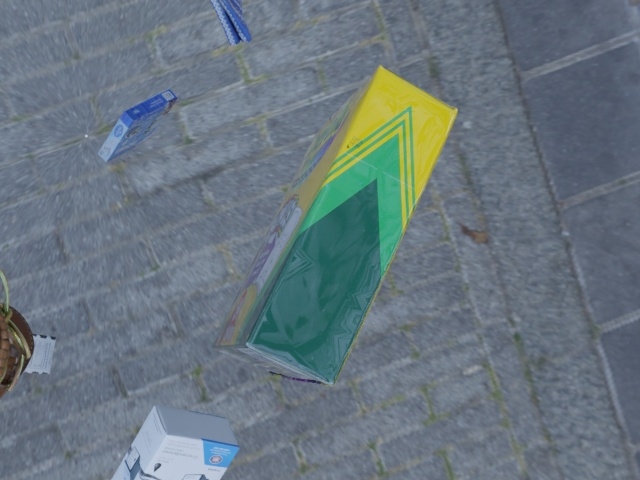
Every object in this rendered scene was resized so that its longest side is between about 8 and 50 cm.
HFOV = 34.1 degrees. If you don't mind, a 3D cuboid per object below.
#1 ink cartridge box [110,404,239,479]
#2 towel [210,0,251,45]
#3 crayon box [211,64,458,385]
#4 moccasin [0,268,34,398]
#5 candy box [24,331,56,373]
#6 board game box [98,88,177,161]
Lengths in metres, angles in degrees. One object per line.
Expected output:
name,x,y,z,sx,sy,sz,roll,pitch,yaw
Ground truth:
ink cartridge box,-0.240,0.369,1.679,0.140,0.082,0.190,18,111,-34
towel,-0.153,-0.435,1.371,0.040,0.336,0.243,-19,131,7
crayon box,0.000,0.000,1.193,0.106,0.363,0.313,26,80,-8
moccasin,-0.394,0.110,1.140,0.147,0.380,0.139,-37,82,3
candy box,-0.559,0.176,1.738,0.165,0.196,0.070,8,83,10
board game box,-0.236,-0.149,1.349,0.020,0.090,0.090,48,43,3
